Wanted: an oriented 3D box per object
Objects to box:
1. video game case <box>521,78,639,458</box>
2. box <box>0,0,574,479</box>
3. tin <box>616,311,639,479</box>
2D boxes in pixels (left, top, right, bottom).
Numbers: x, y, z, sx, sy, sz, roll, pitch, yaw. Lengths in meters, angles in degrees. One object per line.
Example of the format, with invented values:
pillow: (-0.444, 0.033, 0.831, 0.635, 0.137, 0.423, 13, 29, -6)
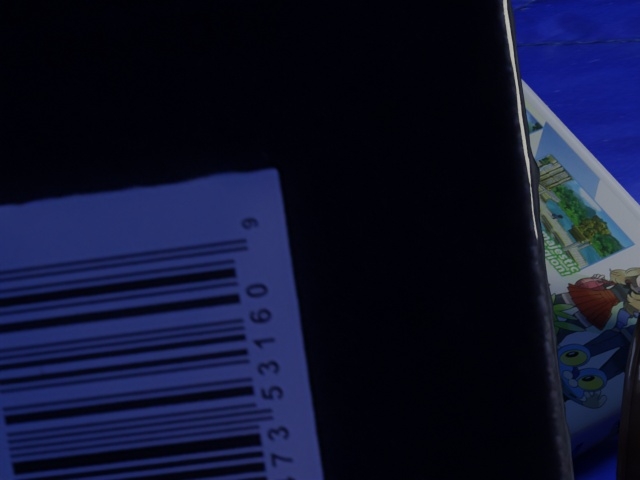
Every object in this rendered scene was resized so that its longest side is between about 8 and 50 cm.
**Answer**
video game case: (-0.001, -0.013, 0.807, 0.300, 0.036, 0.329, -22, 60, -32)
box: (-0.024, 0.030, 0.493, 0.182, 0.296, 0.294, -7, 6, 7)
tin: (0.154, 0.062, 0.688, 0.040, 0.106, 0.190, 8, 23, 18)
